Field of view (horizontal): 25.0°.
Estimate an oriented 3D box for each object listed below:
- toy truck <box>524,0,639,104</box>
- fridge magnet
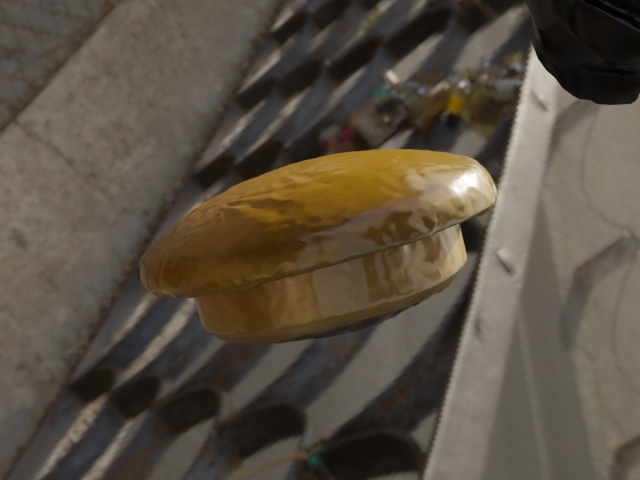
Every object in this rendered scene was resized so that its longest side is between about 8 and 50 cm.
[{"bbox_3d":[0.185,-0.059,0.362,0.257,0.127,0.127,28,74,-8],"label":"toy truck"},{"bbox_3d":[0.000,0.000,0.564,0.143,0.143,0.063,-33,112,-61],"label":"fridge magnet"}]
